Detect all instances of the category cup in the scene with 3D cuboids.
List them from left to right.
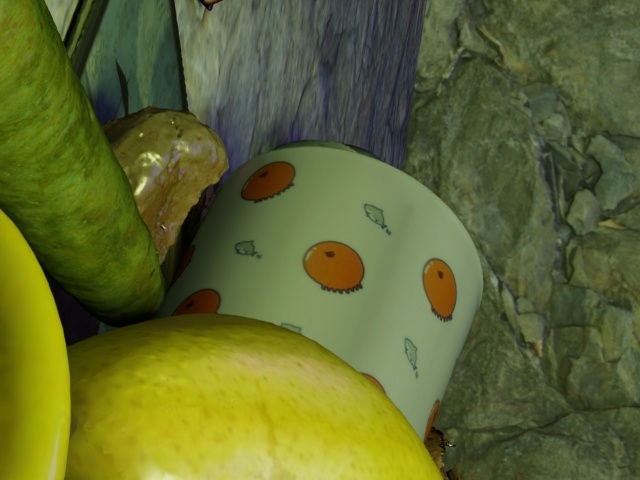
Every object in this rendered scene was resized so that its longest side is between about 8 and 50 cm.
[{"bbox_3d":[-0.031,0.114,1.214,0.212,0.212,0.317,92,17,-44],"label":"cup"}]

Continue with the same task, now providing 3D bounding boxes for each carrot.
[{"bbox_3d":[-0.126,-0.039,0.808,0.358,0.074,0.074,68,32,-64],"label":"carrot"}]

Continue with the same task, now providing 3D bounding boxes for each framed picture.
[{"bbox_3d":[-0.137,-0.023,1.078,0.265,0.016,0.347,88,14,-56],"label":"framed picture"}]

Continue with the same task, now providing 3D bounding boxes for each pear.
[{"bbox_3d":[-0.074,0.175,0.877,0.336,0.285,0.285,-11,111,-66],"label":"pear"}]

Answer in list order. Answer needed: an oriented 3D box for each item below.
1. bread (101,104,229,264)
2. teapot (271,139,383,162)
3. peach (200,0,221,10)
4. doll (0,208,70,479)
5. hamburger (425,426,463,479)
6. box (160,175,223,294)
[{"bbox_3d":[-0.106,-0.026,0.979,0.113,0.060,0.082,-57,148,0],"label":"bread"},{"bbox_3d":[0.000,0.000,1.723,0.294,0.129,0.193,86,16,-53],"label":"teapot"},{"bbox_3d":[-0.038,-0.301,1.281,0.189,0.068,0.279,-10,110,-84],"label":"peach"},{"bbox_3d":[-0.166,0.088,0.460,0.242,0.159,0.311,83,22,-69],"label":"doll"},{"bbox_3d":[0.022,0.232,1.313,0.107,0.231,0.231,57,24,-18],"label":"hamburger"},{"bbox_3d":[-0.100,-0.017,1.340,0.149,0.020,0.073,-61,161,-67],"label":"box"}]
